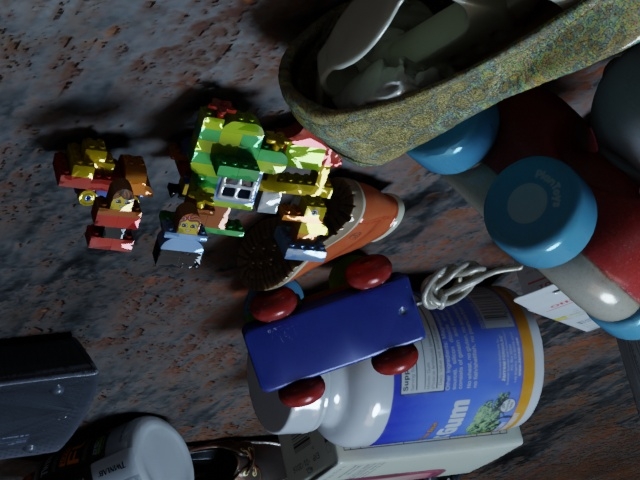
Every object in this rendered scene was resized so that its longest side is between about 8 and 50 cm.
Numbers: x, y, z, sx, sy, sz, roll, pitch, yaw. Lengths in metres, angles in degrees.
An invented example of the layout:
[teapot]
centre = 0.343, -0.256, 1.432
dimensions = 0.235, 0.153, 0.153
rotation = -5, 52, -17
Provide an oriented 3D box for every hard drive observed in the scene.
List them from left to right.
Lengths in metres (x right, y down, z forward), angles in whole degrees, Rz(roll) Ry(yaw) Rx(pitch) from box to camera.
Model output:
[hard drive]
centre = -0.318, 0.163, 1.616
dimensions = 0.172, 0.054, 0.254
rotation = -6, 158, -21

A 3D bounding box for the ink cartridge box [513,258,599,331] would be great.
[ink cartridge box]
centre = 0.269, 0.030, 1.619
dimensions = 0.115, 0.067, 0.198
rotation = -23, 159, 24

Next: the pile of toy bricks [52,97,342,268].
[pile of toy bricks]
centre = -0.073, -0.053, 1.163
dimensions = 0.212, 0.118, 0.105
rotation = 6, 121, -22

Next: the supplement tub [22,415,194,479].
[supplement tub]
centre = -0.250, 0.283, 1.886
dimensions = 0.190, 0.117, 0.117
rotation = -24, 157, 26

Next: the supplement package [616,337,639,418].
[supplement package]
centre = 0.417, 0.111, 1.828
dimensions = 0.139, 0.134, 0.244
rotation = -14, 160, 2

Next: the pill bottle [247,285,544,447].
[pill bottle]
centre = 0.072, 0.126, 1.625
dimensions = 0.272, 0.152, 0.152
rotation = -3, 157, -26

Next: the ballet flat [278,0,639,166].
[ballet flat]
centre = 0.113, -0.151, 0.996
dimensions = 0.348, 0.123, 0.123
rotation = -28, 155, 34

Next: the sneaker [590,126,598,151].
[sneaker]
centre = 0.362, -0.087, 1.316
dimensions = 0.299, 0.121, 0.112
rotation = -12, -168, 17

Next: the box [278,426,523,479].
[box]
centre = 0.078, 0.179, 1.774
dimensions = 0.232, 0.148, 0.127
rotation = -2, 157, -28

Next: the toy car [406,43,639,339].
[toy car]
centre = 0.220, -0.082, 1.199
dimensions = 0.238, 0.210, 0.219
rotation = -47, 144, 7

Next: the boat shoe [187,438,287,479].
[boat shoe]
centre = -0.113, 0.286, 2.043
dimensions = 0.207, 0.073, 0.073
rotation = -6, 160, -20

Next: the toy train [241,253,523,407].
[toy train]
centre = 0.049, 0.050, 1.470
dimensions = 0.248, 0.105, 0.143
rotation = -19, -162, -4

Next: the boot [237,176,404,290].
[boot]
centre = 0.000, 0.000, 1.390
dimensions = 0.158, 0.059, 0.084
rotation = -31, 158, 37

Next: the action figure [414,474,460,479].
[action figure]
centre = 0.132, 0.261, 2.055
dimensions = 0.164, 0.141, 0.275
rotation = -4, 133, -3
